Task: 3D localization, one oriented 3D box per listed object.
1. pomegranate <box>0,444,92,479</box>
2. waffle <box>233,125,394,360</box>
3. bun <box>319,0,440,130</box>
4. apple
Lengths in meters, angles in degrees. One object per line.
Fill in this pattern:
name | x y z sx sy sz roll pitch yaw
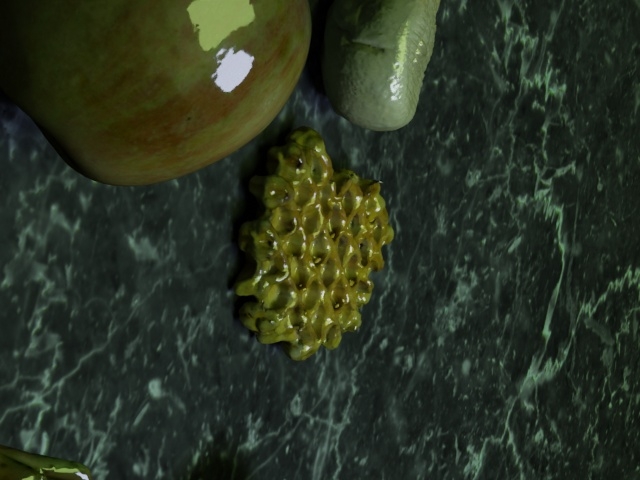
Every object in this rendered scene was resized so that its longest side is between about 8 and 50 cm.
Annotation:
pomegranate | -0.306 0.100 0.961 0.340 0.260 0.260 32 68 -17
waffle | -0.001 0.000 1.643 0.253 0.056 0.249 -17 116 -53
bun | 0.060 -0.207 1.628 0.164 0.111 0.188 39 64 -75
apple | -0.139 -0.173 1.193 0.234 0.257 0.257 -40 142 -2
